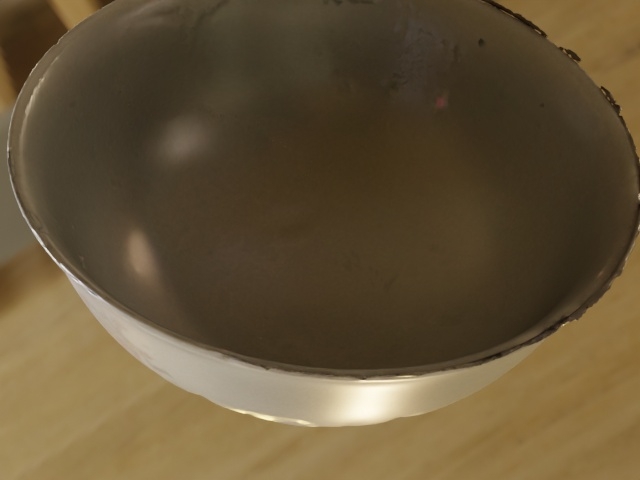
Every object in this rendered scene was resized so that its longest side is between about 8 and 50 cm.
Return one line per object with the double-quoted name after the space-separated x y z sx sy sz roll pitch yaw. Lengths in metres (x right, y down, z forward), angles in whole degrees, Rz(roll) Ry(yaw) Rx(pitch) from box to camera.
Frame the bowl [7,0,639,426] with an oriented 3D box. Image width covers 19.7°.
0.000 0.000 0.572 0.189 0.086 0.189 4 -136 -4 "bowl"
